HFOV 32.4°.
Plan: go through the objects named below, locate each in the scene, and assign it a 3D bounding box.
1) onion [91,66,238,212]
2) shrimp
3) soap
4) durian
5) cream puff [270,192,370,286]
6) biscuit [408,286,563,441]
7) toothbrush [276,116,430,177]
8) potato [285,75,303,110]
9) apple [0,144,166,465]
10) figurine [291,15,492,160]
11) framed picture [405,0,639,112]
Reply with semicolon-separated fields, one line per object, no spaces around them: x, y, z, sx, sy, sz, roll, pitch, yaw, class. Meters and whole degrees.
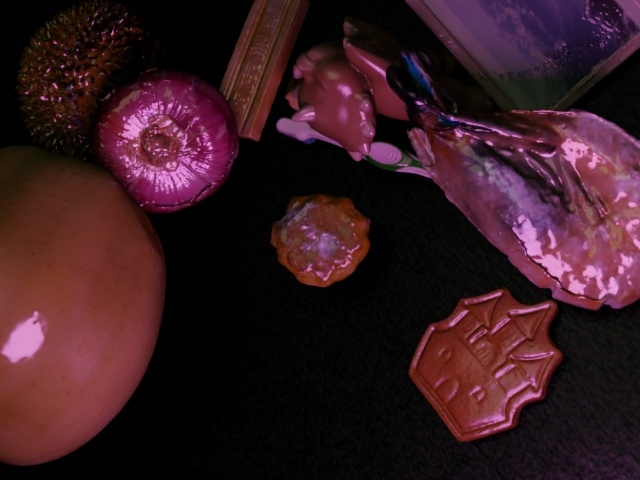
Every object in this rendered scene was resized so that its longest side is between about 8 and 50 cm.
-0.241;-0.160;1.730;0.230;0.163;0.230;0;104;-1;onion
0.264;-0.095;1.404;0.446;0.110;0.221;40;102;8;shrimp
-0.100;-0.286;1.785;0.092;0.037;0.252;15;81;31;soap
-0.377;-0.269;1.819;0.258;0.258;0.293;15;76;32;durian
0.000;0.000;1.595;0.146;0.116;0.146;0;86;2;cream puff
0.227;0.150;1.453;0.215;0.034;0.182;-44;58;10;biscuit
0.105;-0.122;1.611;0.418;0.040;0.042;18;81;33;toothbrush
-0.004;-0.237;1.675;0.096;0.103;0.066;-9;72;25;potato
-0.448;0.090;1.622;0.474;0.473;0.473;-10;69;26;apple
0.079;-0.199;1.566;0.173;0.247;0.177;-62;37;29;figurine
0.268;-0.338;1.493;0.247;0.022;0.335;-41;92;15;framed picture
